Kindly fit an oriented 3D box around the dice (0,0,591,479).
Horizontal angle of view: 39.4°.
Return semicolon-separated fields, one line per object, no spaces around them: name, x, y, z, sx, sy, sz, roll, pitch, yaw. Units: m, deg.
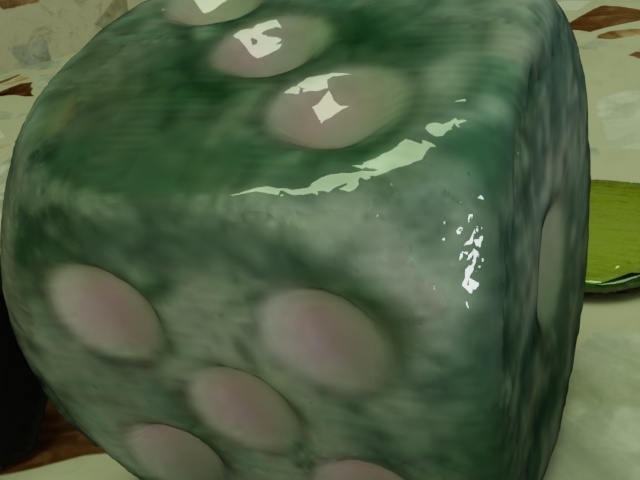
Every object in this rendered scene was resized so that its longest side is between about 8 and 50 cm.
dice;0.000;0.000;0.650;0.348;0.330;0.328;3;41;25

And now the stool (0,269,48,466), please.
stool;-0.339;0.099;0.753;0.232;0.232;0.141;-24;32;-26

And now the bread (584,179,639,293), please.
bread;0.285;-0.006;0.944;0.228;0.033;0.228;-9;28;5
